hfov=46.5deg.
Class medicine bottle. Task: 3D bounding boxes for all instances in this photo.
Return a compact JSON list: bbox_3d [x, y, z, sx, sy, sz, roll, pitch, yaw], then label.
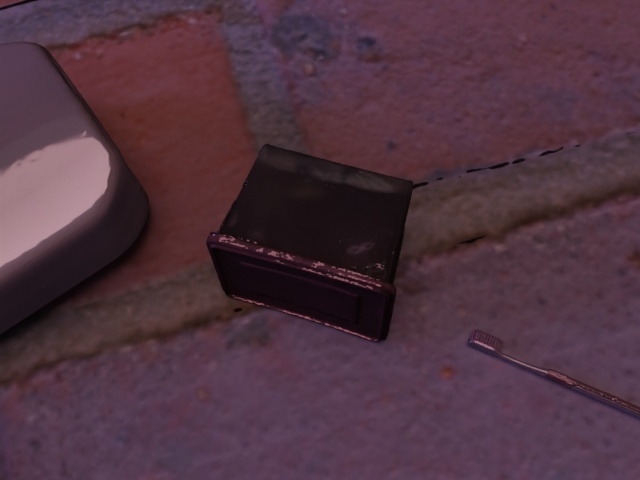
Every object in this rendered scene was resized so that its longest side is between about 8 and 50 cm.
[{"bbox_3d":[-0.183,-0.007,0.354,0.183,0.069,0.119,-35,71,-11],"label":"medicine bottle"}]

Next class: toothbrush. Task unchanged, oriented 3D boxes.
[{"bbox_3d":[0.114,0.064,0.340,0.097,0.006,0.008,24,67,12],"label":"toothbrush"}]

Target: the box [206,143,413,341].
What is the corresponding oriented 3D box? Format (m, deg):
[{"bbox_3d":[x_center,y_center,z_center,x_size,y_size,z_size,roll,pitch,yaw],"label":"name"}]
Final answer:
[{"bbox_3d":[0.000,0.000,0.348,0.085,0.060,0.063,16,62,10],"label":"box"}]
